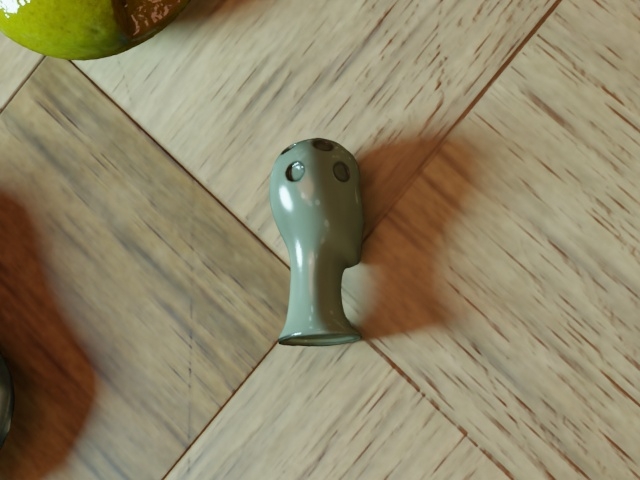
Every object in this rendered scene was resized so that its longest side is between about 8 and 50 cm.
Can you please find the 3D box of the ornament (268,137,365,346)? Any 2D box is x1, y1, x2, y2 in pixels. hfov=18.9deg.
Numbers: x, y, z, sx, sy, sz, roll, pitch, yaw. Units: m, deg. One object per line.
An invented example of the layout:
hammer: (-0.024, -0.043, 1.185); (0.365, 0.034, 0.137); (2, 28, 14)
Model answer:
ornament: (0.000, 0.000, 1.474); (0.075, 0.081, 0.156); (-18, 72, 58)

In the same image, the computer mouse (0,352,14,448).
computer mouse: (-0.344, 0.111, 1.592); (0.167, 0.090, 0.379); (-41, 73, 12)

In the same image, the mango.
mango: (-0.157, -0.251, 1.555); (0.262, 0.130, 0.167); (-37, 74, 8)
